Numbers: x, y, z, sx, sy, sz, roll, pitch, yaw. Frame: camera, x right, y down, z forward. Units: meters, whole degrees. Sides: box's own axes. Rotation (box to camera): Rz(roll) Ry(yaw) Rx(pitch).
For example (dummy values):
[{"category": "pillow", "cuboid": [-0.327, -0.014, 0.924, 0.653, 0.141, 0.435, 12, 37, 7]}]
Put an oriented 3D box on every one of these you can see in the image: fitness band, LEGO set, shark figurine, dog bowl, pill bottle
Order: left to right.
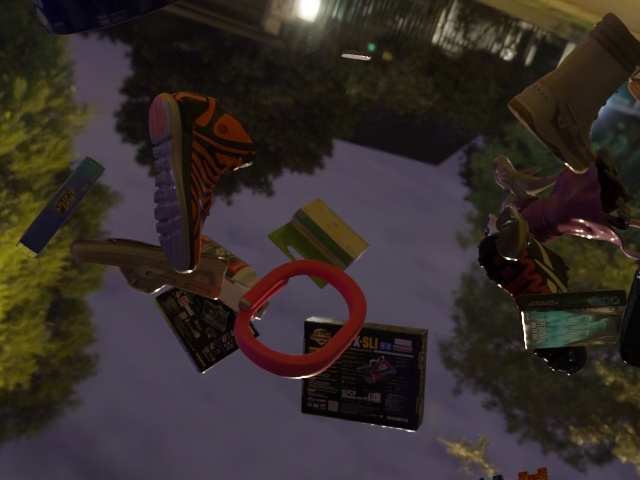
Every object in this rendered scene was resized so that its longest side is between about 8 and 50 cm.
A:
[{"category": "dog bowl", "cuboid": [-0.329, -0.418, 1.141, 0.265, 0.104, 0.264, -11, -149, 7]}, {"category": "pill bottle", "cuboid": [-0.296, 0.116, 2.199, 0.283, 0.161, 0.161, 33, -161, 18]}, {"category": "fitness band", "cuboid": [-0.034, 0.141, 1.382, 0.209, 0.054, 0.291, 32, -138, 16]}, {"category": "shark figurine", "cuboid": [0.504, -0.165, 1.806, 0.116, 0.166, 0.278, 33, 164, -29]}, {"category": "LEGO set", "cuboid": [0.395, 0.510, 1.415, 0.227, 0.093, 0.087, -18, -158, 22]}]

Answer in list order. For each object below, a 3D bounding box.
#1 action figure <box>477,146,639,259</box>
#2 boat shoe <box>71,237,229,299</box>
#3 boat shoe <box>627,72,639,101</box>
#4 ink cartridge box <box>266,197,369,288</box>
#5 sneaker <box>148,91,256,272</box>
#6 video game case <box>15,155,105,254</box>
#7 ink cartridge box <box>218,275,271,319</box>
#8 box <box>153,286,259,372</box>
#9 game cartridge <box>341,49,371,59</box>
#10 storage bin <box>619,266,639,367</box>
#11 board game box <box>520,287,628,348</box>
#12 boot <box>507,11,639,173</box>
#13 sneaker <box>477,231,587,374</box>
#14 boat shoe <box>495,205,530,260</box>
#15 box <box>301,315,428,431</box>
[{"category": "action figure", "cuboid": [0.535, -0.052, 1.686, 0.276, 0.370, 0.248, 44, -137, -14]}, {"category": "boat shoe", "cuboid": [-0.326, 0.058, 1.397, 0.303, 0.098, 0.109, 10, -177, -30]}, {"category": "boat shoe", "cuboid": [0.893, -0.354, 1.771, 0.277, 0.096, 0.098, 26, 168, 5]}, {"category": "ink cartridge box", "cuboid": [0.000, 0.000, 1.621, 0.171, 0.056, 0.235, 44, -156, 5]}, {"category": "sneaker", "cuboid": [-0.199, -0.105, 1.307, 0.180, 0.320, 0.125, -5, -173, -35]}, {"category": "video game case", "cuboid": [-0.676, -0.082, 1.876, 0.061, 0.269, 0.244, 39, 162, -18]}, {"category": "ink cartridge box", "cuboid": [-0.191, 0.134, 1.727, 0.099, 0.056, 0.135, 29, 177, 21]}, {"category": "box", "cuboid": [-0.282, 0.191, 1.802, 0.175, 0.220, 0.051, -33, -178, -22]}, {"category": "game cartridge", "cuboid": [0.104, -0.538, 2.103, 0.083, 0.017, 0.056, 6, -172, -9]}, {"category": "storage bin", "cuboid": [0.507, 0.117, 0.977, 0.180, 0.121, 0.084, 13, -153, 16]}, {"category": "board game box", "cuboid": [0.336, 0.108, 0.973, 0.126, 0.026, 0.186, -6, 156, 16]}, {"category": "boot", "cuboid": [0.425, -0.222, 1.130, 0.262, 0.203, 0.095, 24, -154, -48]}, {"category": "sneaker", "cuboid": [0.396, 0.097, 1.274, 0.135, 0.097, 0.276, -14, -113, -34]}, {"category": "boat shoe", "cuboid": [0.309, -0.007, 1.141, 0.048, 0.056, 0.153, 32, -159, -5]}, {"category": "box", "cuboid": [0.111, 0.343, 1.897, 0.322, 0.256, 0.079, 4, -175, 19]}]
